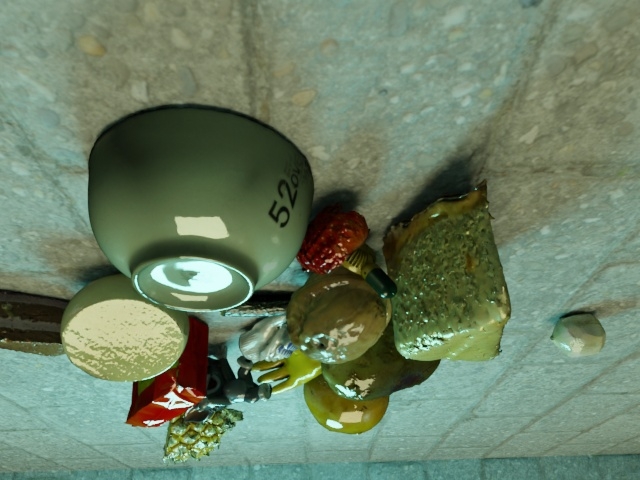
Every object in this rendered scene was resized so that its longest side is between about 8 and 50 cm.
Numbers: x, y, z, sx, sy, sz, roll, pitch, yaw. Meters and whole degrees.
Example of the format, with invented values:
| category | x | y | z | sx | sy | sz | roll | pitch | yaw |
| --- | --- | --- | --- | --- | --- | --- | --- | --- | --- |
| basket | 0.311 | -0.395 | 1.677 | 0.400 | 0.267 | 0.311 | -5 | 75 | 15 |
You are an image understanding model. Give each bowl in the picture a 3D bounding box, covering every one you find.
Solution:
| category | x | y | z | sx | sy | sz | roll | pitch | yaw |
| --- | --- | --- | --- | --- | --- | --- | --- | --- | --- |
| bowl | -0.182 | -0.011 | 0.799 | 0.354 | 0.185 | 0.353 | -1 | 148 | -1 |

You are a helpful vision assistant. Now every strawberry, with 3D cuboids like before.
| category | x | y | z | sx | sy | sz | roll | pitch | yaw |
| --- | --- | --- | --- | --- | --- | --- | --- | --- | --- |
| strawberry | 0.000 | 0.000 | 0.890 | 0.082 | 0.121 | 0.188 | 50 | 150 | -15 |

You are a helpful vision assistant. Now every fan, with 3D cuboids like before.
| category | x | y | z | sx | sy | sz | roll | pitch | yaw |
| --- | --- | --- | --- | --- | --- | --- | --- | --- | --- |
| fan | 0.084 | 0.046 | 0.945 | 0.082 | 0.155 | 0.039 | 10 | 120 | -47 |

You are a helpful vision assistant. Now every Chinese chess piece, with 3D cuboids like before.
| category | x | y | z | sx | sy | sz | roll | pitch | yaw |
| --- | --- | --- | --- | --- | --- | --- | --- | --- | --- |
| Chinese chess piece | -0.402 | 0.182 | 1.099 | 0.251 | 0.097 | 0.250 | -5 | 124 | -8 |

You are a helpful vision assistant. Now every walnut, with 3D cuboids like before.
| category | x | y | z | sx | sy | sz | roll | pitch | yaw |
| --- | --- | --- | --- | --- | --- | --- | --- | --- | --- |
| walnut | 0.036 | 0.146 | 1.056 | 0.198 | 0.198 | 0.245 | 23 | 133 | -34 |

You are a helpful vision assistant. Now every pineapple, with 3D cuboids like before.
| category | x | y | z | sx | sy | sz | roll | pitch | yaw |
| --- | --- | --- | --- | --- | --- | --- | --- | --- | --- |
| pineapple | -0.426 | 0.731 | 1.948 | 0.287 | 0.208 | 0.344 | 7 | 145 | -14 |

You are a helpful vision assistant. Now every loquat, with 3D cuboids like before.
| category | x | y | z | sx | sy | sz | roll | pitch | yaw |
| --- | --- | --- | --- | --- | --- | --- | --- | --- | --- |
| loquat | 0.072 | 0.406 | 1.439 | 0.235 | 0.234 | 0.235 | -1 | 148 | -1 |

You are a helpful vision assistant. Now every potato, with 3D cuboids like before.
| category | x | y | z | sx | sy | sz | roll | pitch | yaw |
| --- | --- | --- | --- | --- | --- | --- | --- | --- | --- |
| potato | 0.147 | 0.259 | 1.213 | 0.308 | 0.173 | 0.210 | -18 | 136 | -22 |

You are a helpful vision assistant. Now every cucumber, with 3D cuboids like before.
| category | x | y | z | sx | sy | sz | roll | pitch | yaw |
| --- | --- | --- | --- | --- | --- | --- | --- | --- | --- |
| cucumber | -0.117 | 0.145 | 1.178 | 0.215 | 0.052 | 0.058 | 1 | 168 | -6 |

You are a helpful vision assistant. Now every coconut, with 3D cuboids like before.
| category | x | y | z | sx | sy | sz | roll | pitch | yaw |
| --- | --- | --- | --- | --- | --- | --- | --- | --- | --- |
| coconut | 0.639 | 0.237 | 1.325 | 0.125 | 0.110 | 0.110 | -5 | 148 | 0 |

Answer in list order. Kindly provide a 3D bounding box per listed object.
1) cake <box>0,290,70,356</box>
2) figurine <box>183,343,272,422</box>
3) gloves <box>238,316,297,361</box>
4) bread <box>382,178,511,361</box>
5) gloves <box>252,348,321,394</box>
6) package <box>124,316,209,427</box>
| category | x | y | z | sx | sy | sz | roll | pitch | yaw |
| --- | --- | --- | --- | --- | --- | --- | --- | --- | --- |
| cake | -0.660 | 0.180 | 1.142 | 0.296 | 0.115 | 0.113 | 17 | 143 | -28 |
| figurine | -0.245 | 0.376 | 1.397 | 0.266 | 0.192 | 0.140 | -4 | 149 | 13 |
| gloves | -0.109 | 0.235 | 1.285 | 0.229 | 0.119 | 0.097 | -23 | -178 | 45 |
| bread | 0.272 | 0.066 | 0.892 | 0.279 | 0.248 | 0.315 | 9 | 159 | -27 |
| gloves | -0.064 | 0.312 | 1.373 | 0.295 | 0.132 | 0.116 | -23 | 153 | 27 |
| package | -0.390 | 0.343 | 1.345 | 0.123 | 0.195 | 0.423 | 12 | 144 | -30 |
